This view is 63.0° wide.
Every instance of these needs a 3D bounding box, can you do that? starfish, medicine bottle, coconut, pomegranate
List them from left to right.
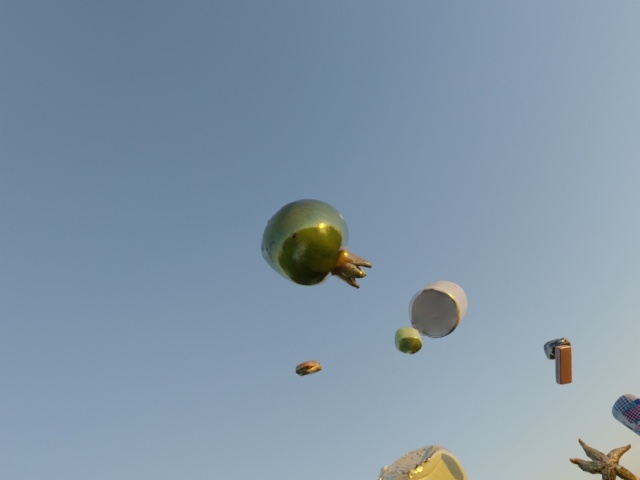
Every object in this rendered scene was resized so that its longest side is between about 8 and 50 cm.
[{"bbox_3d":[0.000,0.000,1.622,0.310,0.359,0.216,-45,-21,-61],"label":"pomegranate"},{"bbox_3d":[0.274,0.317,1.633,0.088,0.096,0.087,3,-54,4],"label":"coconut"},{"bbox_3d":[0.522,0.287,2.270,0.213,0.213,0.379,-51,-17,16],"label":"medicine bottle"},{"bbox_3d":[0.868,0.669,1.563,0.176,0.208,0.053,-38,-34,-19],"label":"starfish"}]

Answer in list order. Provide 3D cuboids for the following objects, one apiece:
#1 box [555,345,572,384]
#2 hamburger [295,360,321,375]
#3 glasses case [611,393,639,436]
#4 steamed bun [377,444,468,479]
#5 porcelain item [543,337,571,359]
[{"bbox_3d":[0.731,0.374,1.573,0.048,0.025,0.115,-4,-87,-20],"label":"box"},{"bbox_3d":[-0.042,0.424,1.738,0.076,0.044,0.083,-30,-17,28],"label":"hamburger"},{"bbox_3d":[1.243,0.692,1.955,0.076,0.327,0.125,35,-88,-22],"label":"glasses case"},{"bbox_3d":[0.322,0.840,1.660,0.334,0.311,0.233,-7,-20,-39],"label":"steamed bun"},{"bbox_3d":[0.831,0.370,1.818,0.081,0.069,0.216,-20,-21,11],"label":"porcelain item"}]
